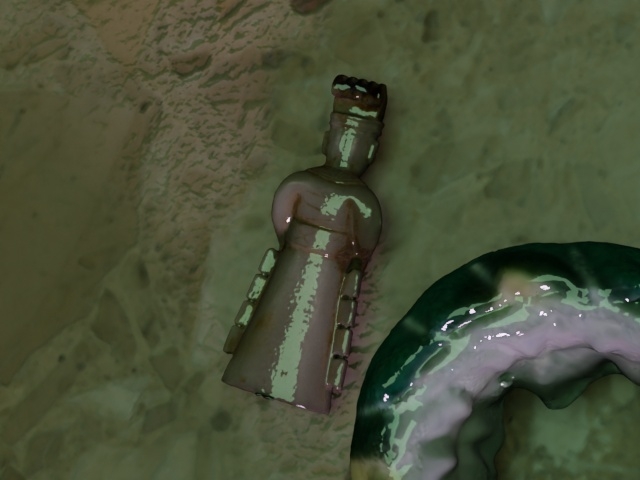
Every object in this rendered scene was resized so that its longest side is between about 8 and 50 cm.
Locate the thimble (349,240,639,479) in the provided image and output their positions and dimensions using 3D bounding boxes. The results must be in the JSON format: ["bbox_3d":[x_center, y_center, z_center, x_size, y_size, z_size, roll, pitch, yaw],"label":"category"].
[{"bbox_3d":[0.166,0.135,1.019,0.288,0.167,0.254,11,86,17],"label":"thimble"}]

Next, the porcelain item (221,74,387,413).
[{"bbox_3d":[0.000,0.000,1.143,0.084,0.054,0.213,15,86,14],"label":"porcelain item"}]
